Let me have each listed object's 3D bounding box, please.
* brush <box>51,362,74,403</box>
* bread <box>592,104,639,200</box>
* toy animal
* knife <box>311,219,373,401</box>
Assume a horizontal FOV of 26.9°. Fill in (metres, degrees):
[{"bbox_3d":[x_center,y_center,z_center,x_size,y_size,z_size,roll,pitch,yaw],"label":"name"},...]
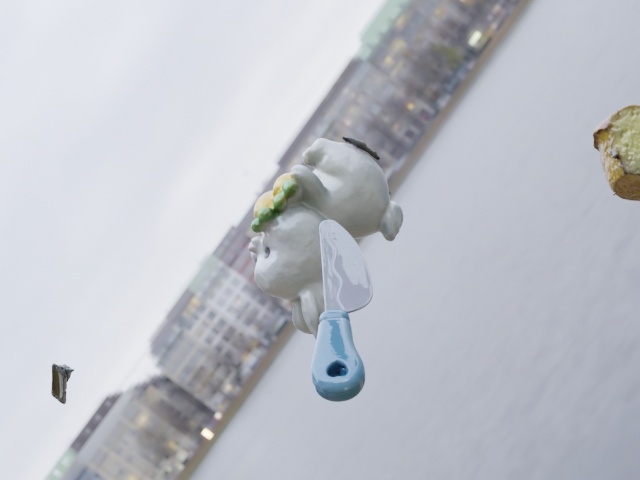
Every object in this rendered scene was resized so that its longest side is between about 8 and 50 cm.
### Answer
[{"bbox_3d":[-0.423,0.230,2.192,0.027,0.034,0.190,-47,-6,-23],"label":"brush"},{"bbox_3d":[0.535,-0.132,2.150,0.139,0.229,0.143,130,139,-58],"label":"bread"},{"bbox_3d":[-0.006,-0.003,2.175,0.183,0.247,0.310,-21,34,55],"label":"toy animal"},{"bbox_3d":[0.023,0.060,1.318,0.244,0.058,0.032,-86,-14,-47],"label":"knife"}]
